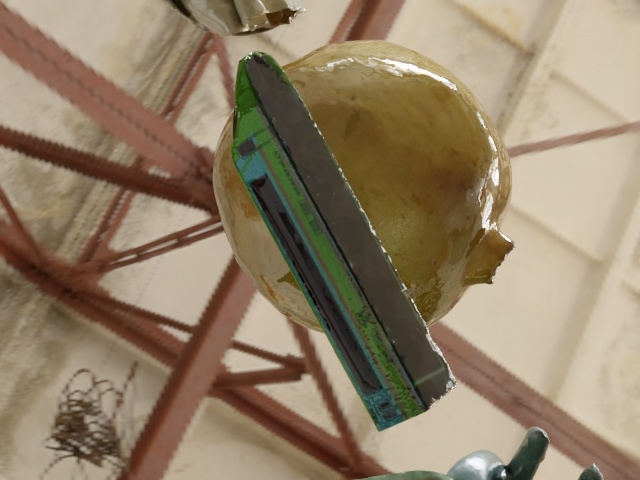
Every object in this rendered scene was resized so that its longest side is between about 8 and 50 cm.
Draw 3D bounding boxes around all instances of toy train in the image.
[{"bbox_3d":[0.000,0.000,0.754,0.209,0.042,0.044,61,-149,2],"label":"toy train"}]

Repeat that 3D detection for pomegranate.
[{"bbox_3d":[0.032,-0.039,1.048,0.233,0.233,0.233,5,-100,-28],"label":"pomegranate"}]

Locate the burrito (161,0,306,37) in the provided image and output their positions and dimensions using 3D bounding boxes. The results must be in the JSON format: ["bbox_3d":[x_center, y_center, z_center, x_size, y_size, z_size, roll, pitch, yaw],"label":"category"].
[{"bbox_3d":[-0.186,-0.275,1.115,0.392,0.076,0.117,35,-157,10],"label":"burrito"}]

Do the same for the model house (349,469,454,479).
[{"bbox_3d":[0.089,0.332,0.802,0.300,0.340,0.324,51,-146,-46],"label":"model house"}]

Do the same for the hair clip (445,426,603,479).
[{"bbox_3d":[0.196,0.342,1.238,0.318,0.392,0.238,36,-116,20],"label":"hair clip"}]
